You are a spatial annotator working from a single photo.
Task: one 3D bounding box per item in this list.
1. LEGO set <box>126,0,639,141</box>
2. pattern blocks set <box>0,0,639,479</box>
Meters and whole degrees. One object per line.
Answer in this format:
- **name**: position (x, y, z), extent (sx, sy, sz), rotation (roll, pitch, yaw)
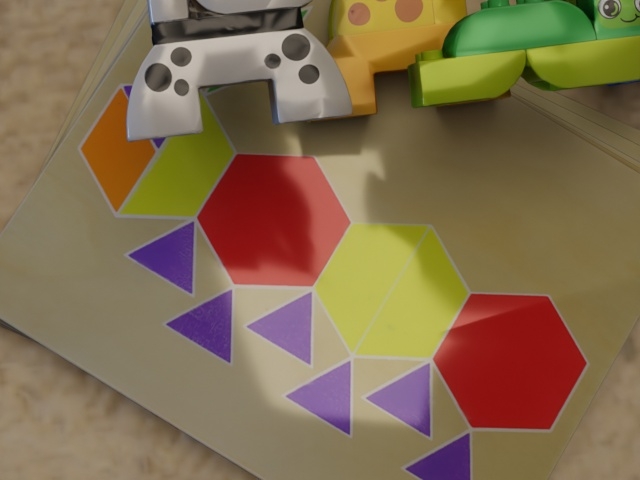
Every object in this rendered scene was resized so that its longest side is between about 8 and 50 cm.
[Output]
- **LEGO set**: position (0.054, -0.086, 0.507), extent (0.227, 0.087, 0.093), rotation (-8, 93, -6)
- **pattern blocks set**: position (0.000, 0.000, 0.543), extent (0.325, 0.026, 0.285), rotation (39, 77, 5)
